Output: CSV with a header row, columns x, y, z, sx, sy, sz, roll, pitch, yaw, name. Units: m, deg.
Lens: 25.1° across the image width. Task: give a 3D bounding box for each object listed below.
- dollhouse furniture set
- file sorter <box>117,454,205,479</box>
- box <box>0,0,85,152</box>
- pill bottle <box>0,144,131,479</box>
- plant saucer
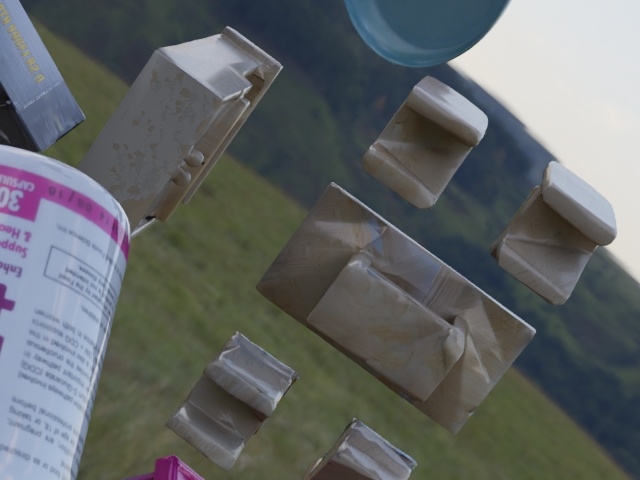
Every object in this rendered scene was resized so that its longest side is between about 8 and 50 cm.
x,y,z,sx,sy,sz,roll,pitch,yaw,name
0.000,0.000,1.290,0.394,0.362,0.256,36,15,0,dollhouse furniture set
-0.145,0.360,1.305,0.290,0.182,0.202,51,31,-48,file sorter
-0.317,-0.147,1.158,0.231,0.056,0.183,-7,-60,44,box
-0.216,0.098,0.852,0.160,0.283,0.160,7,-26,4,pill bottle
0.145,-0.369,1.783,0.044,0.317,0.317,2,32,-44,plant saucer
